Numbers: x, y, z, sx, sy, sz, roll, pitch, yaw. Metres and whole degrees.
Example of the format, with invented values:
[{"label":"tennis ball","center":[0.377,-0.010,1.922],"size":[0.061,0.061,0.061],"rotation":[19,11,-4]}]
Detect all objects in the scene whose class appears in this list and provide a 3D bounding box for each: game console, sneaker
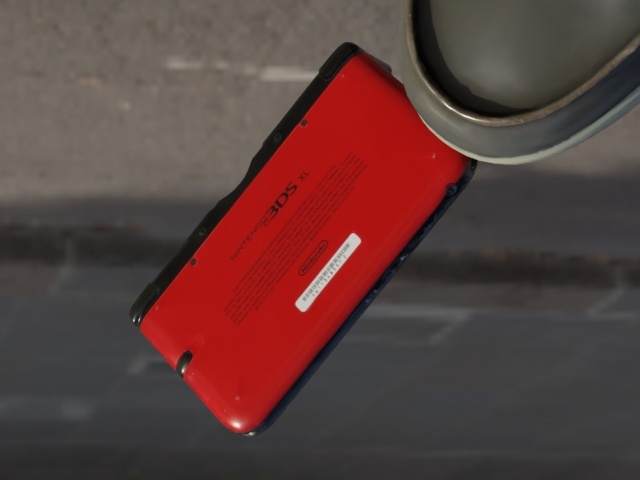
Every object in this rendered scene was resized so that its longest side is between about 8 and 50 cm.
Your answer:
[{"label":"game console","center":[0.000,0.000,0.773],"size":[0.144,0.124,0.085],"rotation":[-52,143,7]},{"label":"sneaker","center":[0.068,-0.115,0.408],"size":[0.083,0.222,0.118],"rotation":[36,-163,19]}]
